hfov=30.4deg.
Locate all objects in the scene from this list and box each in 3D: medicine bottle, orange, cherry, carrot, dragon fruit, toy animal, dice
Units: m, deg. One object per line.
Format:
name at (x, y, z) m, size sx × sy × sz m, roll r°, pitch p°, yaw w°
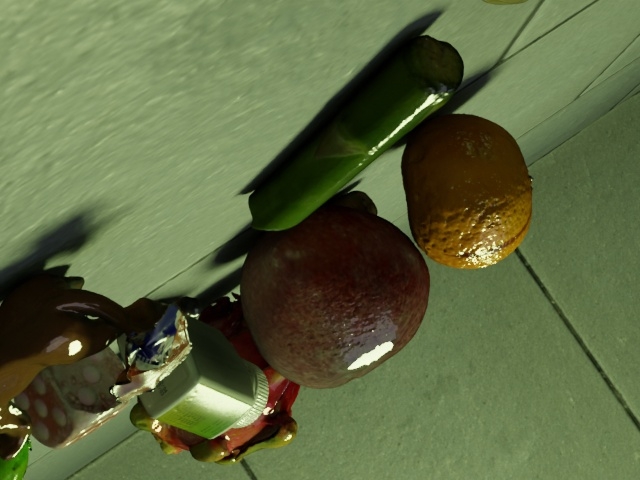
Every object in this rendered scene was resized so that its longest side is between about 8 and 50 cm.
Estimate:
medicine bottle at (-0.148, 0.168, 1.446) m, size 0.088 × 0.132 × 0.188 m, roll -39°, pitch 145°, yaw 11°
orange at (0.182, -0.061, 1.442) m, size 0.161 × 0.193 × 0.193 m, roll -10°, pitch 177°, yaw 9°
cherry at (0.006, 0.054, 1.433) m, size 0.239 × 0.239 × 0.206 m, roll -36°, pitch -155°, yaw 17°
carrot at (-0.001, -0.014, 1.540) m, size 0.161 × 0.055 × 0.055 m, roll -26°, pitch 172°, yaw -11°
dragon fruit at (-0.118, 0.174, 1.660) m, size 0.307 × 0.243 × 0.227 m, roll -64°, pitch 152°, yaw -12°
toy animal at (-0.255, 0.105, 0.903) m, size 0.312 × 0.097 × 0.157 m, roll -37°, pitch 168°, yaw 3°
dice at (-0.267, 0.164, 1.271) m, size 0.094 × 0.091 × 0.093 m, roll -39°, pitch 172°, yaw 41°

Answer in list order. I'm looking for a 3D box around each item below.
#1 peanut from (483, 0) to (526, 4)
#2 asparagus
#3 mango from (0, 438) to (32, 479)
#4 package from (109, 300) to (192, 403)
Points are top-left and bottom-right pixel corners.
peanut at (0.115, -0.189, 0.657) m, size 0.082 × 0.082 × 0.187 m, roll -34°, pitch 173°, yaw -2°
asparagus at (0.025, -0.086, 1.052) m, size 0.067 × 0.060 × 0.277 m, roll -43°, pitch -178°, yaw -43°
mango at (-0.430, 0.298, 1.446) m, size 0.178 × 0.100 × 0.119 m, roll -44°, pitch -151°, yaw 9°
package at (-0.132, 0.087, 0.913) m, size 0.077 × 0.033 × 0.111 m, roll -57°, pitch 172°, yaw -23°
